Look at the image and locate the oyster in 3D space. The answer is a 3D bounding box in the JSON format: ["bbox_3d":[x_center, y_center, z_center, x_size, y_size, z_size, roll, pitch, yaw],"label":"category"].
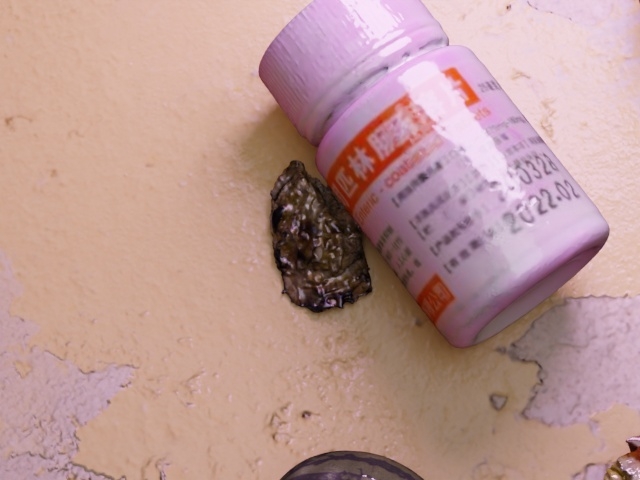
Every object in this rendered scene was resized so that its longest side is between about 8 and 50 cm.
[{"bbox_3d":[-0.004,-0.007,1.905,0.105,0.056,0.177,-10,79,5],"label":"oyster"}]

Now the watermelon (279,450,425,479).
[{"bbox_3d":[0.036,0.320,1.733,0.212,0.212,0.212,0,75,0],"label":"watermelon"}]

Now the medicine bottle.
[{"bbox_3d":[0.119,-0.093,1.841,0.219,0.219,0.388,-34,78,-9],"label":"medicine bottle"}]

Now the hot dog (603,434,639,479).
[{"bbox_3d":[0.406,0.258,1.812,0.213,0.103,0.146,-22,62,-18],"label":"hot dog"}]
